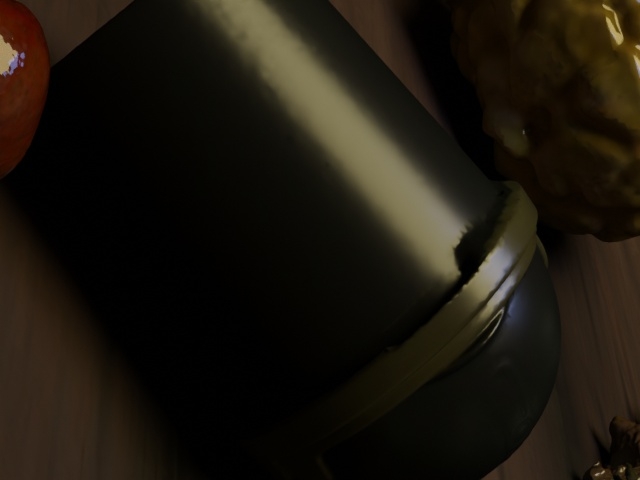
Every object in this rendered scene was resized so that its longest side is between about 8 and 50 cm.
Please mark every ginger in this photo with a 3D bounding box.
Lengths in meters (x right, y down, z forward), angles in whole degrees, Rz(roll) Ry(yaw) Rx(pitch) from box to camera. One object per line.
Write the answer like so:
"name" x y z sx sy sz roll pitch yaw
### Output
"ginger" 0.301 0.204 1.603 0.122 0.084 0.290 41 22 12

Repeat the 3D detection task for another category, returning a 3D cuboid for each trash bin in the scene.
"trash bin" 0.000 0.000 0.999 0.334 0.214 0.214 53 22 -10

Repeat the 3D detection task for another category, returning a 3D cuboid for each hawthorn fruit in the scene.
"hawthorn fruit" -0.192 -0.069 0.807 0.125 0.140 0.125 51 -10 12

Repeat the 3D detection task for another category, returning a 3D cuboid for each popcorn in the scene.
"popcorn" 0.310 -0.198 1.755 0.390 0.354 0.344 -89 162 -55

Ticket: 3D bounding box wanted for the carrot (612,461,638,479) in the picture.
"carrot" 0.308 0.295 1.291 0.331 0.214 0.193 33 18 -18
